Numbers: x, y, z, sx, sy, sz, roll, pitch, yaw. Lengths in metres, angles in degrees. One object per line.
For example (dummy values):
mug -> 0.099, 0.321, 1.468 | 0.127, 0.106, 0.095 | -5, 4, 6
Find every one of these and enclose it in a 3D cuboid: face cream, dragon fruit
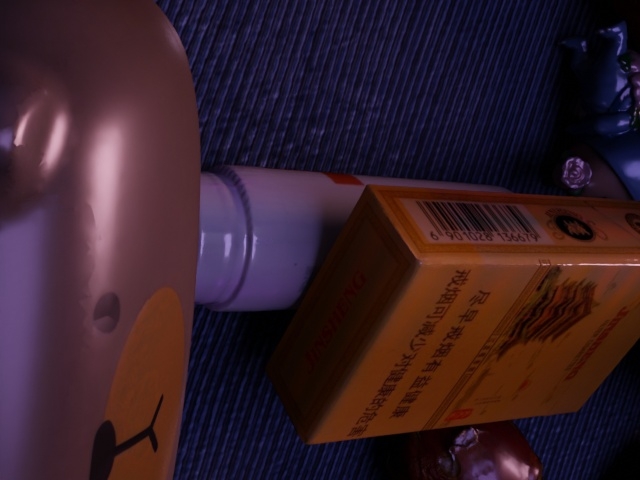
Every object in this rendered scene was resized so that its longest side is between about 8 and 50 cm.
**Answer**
face cream -> 0.000, 0.000, 0.707 | 0.345, 0.102, 0.102 | 3, 99, -35
dragon fruit -> 0.102, 0.164, 0.814 | 0.125, 0.125, 0.246 | -27, 99, -4

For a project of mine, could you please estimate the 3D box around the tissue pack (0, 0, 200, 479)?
tissue pack -> -0.195, 0.056, 0.451 | 0.267, 0.277, 0.387 | 9, 96, -3

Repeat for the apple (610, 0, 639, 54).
apple -> 0.362, -0.227, 0.830 | 0.230, 0.230, 0.230 | -8, 104, -33

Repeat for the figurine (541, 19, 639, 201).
figurine -> 0.244, -0.092, 0.859 | 0.144, 0.114, 0.178 | -22, 100, -12

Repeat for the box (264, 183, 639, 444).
box -> 0.118, 0.054, 0.703 | 0.274, 0.076, 0.174 | 1, 133, -35

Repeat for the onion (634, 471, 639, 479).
onion -> 0.416, 0.336, 1.002 | 0.272, 0.195, 0.272 | -8, 102, -42
